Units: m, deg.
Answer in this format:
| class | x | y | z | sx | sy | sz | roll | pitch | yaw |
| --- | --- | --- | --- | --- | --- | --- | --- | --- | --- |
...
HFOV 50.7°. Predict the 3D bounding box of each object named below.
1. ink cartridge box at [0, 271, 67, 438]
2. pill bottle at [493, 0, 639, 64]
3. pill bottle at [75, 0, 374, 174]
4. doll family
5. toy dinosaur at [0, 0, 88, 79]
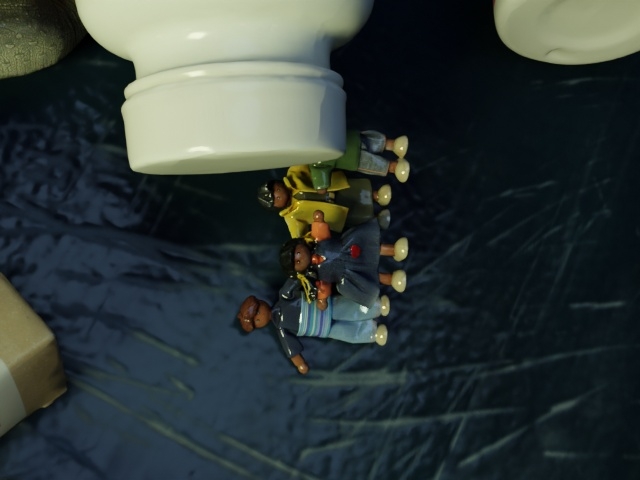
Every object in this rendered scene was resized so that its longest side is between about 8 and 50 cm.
| class | x | y | z | sx | sy | sz | roll | pitch | yaw |
| --- | --- | --- | --- | --- | --- | --- | --- | --- | --- |
| ink cartridge box | -0.292 | 0.074 | 0.357 | 0.193 | 0.088 | 0.234 | 41 | 56 | 11 |
| pill bottle | 0.230 | -0.316 | 0.590 | 0.160 | 0.160 | 0.283 | 6 | 75 | -13 |
| pill bottle | -0.059 | -0.204 | 0.400 | 0.176 | 0.176 | 0.319 | -5 | 92 | -15 |
| doll family | 0.000 | 0.000 | 0.499 | 0.111 | 0.076 | 0.193 | 4 | 78 | -18 |
| toy dinosaur | -0.254 | -0.167 | 0.466 | 0.313 | 0.121 | 0.160 | -5 | 74 | -48 |
